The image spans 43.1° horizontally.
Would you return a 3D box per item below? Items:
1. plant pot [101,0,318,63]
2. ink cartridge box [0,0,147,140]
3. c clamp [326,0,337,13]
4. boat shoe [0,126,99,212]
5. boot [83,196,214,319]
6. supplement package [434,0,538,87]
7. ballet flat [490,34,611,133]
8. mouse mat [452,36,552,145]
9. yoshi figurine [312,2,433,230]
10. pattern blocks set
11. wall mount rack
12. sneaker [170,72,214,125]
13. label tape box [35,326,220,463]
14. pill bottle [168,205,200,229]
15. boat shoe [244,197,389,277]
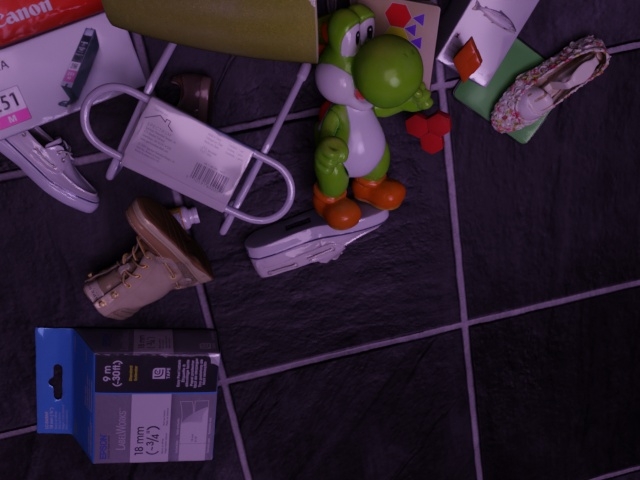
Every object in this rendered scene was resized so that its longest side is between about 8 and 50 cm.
[{"bbox_3d":[-0.158,-0.382,1.154,0.294,0.275,0.274,-4,114,-1],"label":"plant pot"},{"bbox_3d":[-0.435,-0.305,1.230,0.275,0.060,0.239,-25,117,-17],"label":"ink cartridge box"},{"bbox_3d":[0.084,-0.379,1.360,0.161,0.022,0.137,5,112,-14],"label":"c clamp"},{"bbox_3d":[-0.445,-0.136,1.322,0.226,0.083,0.076,39,102,-22],"label":"boat shoe"},{"bbox_3d":[-0.318,0.040,1.375,0.203,0.095,0.262,-25,153,4],"label":"boot"},{"bbox_3d":[0.268,-0.365,1.356,0.105,0.105,0.179,26,105,-15],"label":"supplement package"},{"bbox_3d":[0.409,-0.275,1.434,0.241,0.077,0.091,-40,115,7],"label":"ballet flat"},{"bbox_3d":[0.348,-0.277,1.467,0.190,0.007,0.152,30,104,-22],"label":"mouse mat"},{"bbox_3d":[0.080,-0.190,1.306,0.203,0.203,0.362,1,126,5],"label":"yoshi figurine"},{"bbox_3d":[0.120,-0.312,1.321,0.285,0.026,0.324,21,133,9],"label":"pattern blocks set"},{"bbox_3d":[-0.178,-0.188,1.272,0.350,0.130,0.304,27,106,-10],"label":"wall mount rack"},{"bbox_3d":[-0.224,-0.189,1.367,0.071,0.066,0.188,10,106,2],"label":"sneaker"},{"bbox_3d":[-0.363,0.291,1.511,0.334,0.106,0.240,2,112,-12],"label":"label tape box"},{"bbox_3d":[-0.256,-0.036,1.426,0.083,0.043,0.043,-15,115,-6],"label":"pill bottle"},{"bbox_3d":[0.000,0.000,1.468,0.268,0.096,0.088,-20,119,-1],"label":"boat shoe"}]
